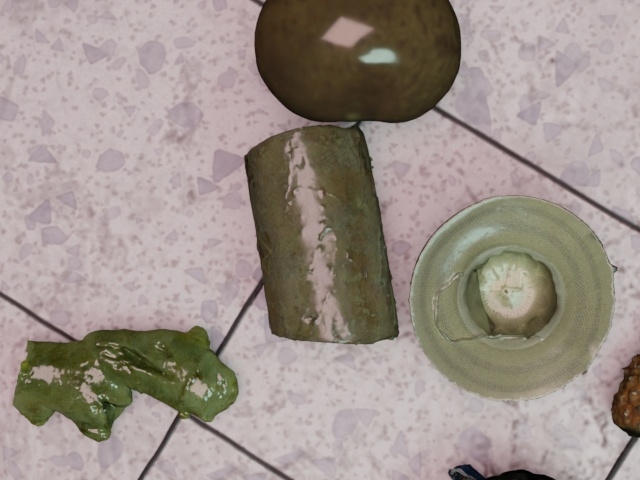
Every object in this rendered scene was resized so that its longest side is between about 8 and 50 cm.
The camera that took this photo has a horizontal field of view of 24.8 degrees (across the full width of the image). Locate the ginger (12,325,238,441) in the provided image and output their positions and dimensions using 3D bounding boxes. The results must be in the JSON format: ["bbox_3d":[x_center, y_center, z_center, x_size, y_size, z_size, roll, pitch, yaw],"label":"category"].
[{"bbox_3d":[-0.250,0.179,1.841,0.289,0.089,0.137,-10,68,1],"label":"ginger"}]

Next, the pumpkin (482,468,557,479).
[{"bbox_3d":[0.238,0.384,1.729,0.220,0.162,0.221,-1,109,-2],"label":"pumpkin"}]

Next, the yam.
[{"bbox_3d":[0.000,0.000,1.781,0.161,0.161,0.268,-10,87,6],"label":"yam"}]

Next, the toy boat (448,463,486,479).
[{"bbox_3d":[0.192,0.311,1.803,0.083,0.038,0.038,42,93,-1],"label":"toy boat"}]

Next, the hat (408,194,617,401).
[{"bbox_3d":[0.232,0.064,1.775,0.252,0.110,0.252,0,95,2],"label":"hat"}]

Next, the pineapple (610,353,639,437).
[{"bbox_3d":[0.421,0.147,1.756,0.108,0.108,0.198,20,84,7],"label":"pineapple"}]

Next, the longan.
[{"bbox_3d":[0.040,-0.243,1.755,0.246,0.215,0.246,-8,58,12],"label":"longan"}]
